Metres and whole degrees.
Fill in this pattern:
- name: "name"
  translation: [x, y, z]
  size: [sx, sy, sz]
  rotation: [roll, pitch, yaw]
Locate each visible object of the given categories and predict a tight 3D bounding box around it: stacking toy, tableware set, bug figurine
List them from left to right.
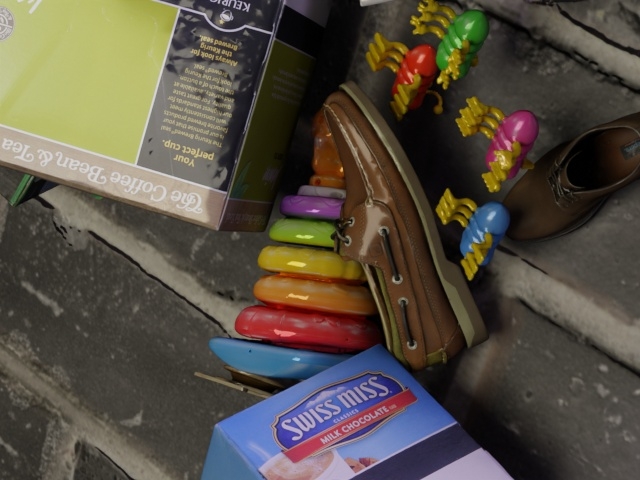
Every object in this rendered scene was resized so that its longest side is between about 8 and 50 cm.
- name: "tableware set"
  translation: [-0.035, 0.166, 2.020]
  size: [0.194, 0.128, 0.039]
  rotation: [14, 83, 39]
- name: "stacking toy"
  translation: [0.000, 0.000, 1.959]
  size: [0.175, 0.165, 0.302]
  rotation: [4, 87, 48]
- name: "bug figurine"
  translation: [0.142, -0.112, 1.795]
  size: [0.216, 0.072, 0.279]
  rotation: [118, 134, -58]

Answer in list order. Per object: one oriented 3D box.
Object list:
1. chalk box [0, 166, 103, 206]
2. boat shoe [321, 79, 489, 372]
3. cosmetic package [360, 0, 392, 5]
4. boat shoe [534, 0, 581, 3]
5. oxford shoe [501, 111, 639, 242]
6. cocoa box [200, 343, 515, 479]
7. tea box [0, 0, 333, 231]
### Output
- name: "chalk box"
  translation: [-0.341, -0.174, 2.171]
  size: [0.289, 0.179, 0.180]
  rotation: [40, 120, 8]
- name: "boat shoe"
  translation: [0.063, -0.010, 1.851]
  size: [0.104, 0.111, 0.307]
  rotation: [-26, 93, -3]
- name: "cosmetic package"
  translation: [0.204, -0.341, 1.624]
  size: [0.365, 0.155, 0.197]
  rotation: [-11, 100, 17]
- name: "boat shoe"
  translation: [0.246, -0.332, 1.760]
  size: [0.065, 0.075, 0.206]
  rotation: [7, 97, -4]
- name: "oxford shoe"
  translation: [0.245, -0.064, 1.760]
  size: [0.227, 0.096, 0.083]
  rotation: [-37, 74, 39]
- name: "cocoa box"
  translation: [0.011, 0.326, 1.867]
  size: [0.228, 0.231, 0.347]
  rotation: [46, 141, 28]
- name: "tea box"
  translation: [-0.189, -0.203, 1.915]
  size: [0.329, 0.220, 0.323]
  rotation: [18, 93, 11]
